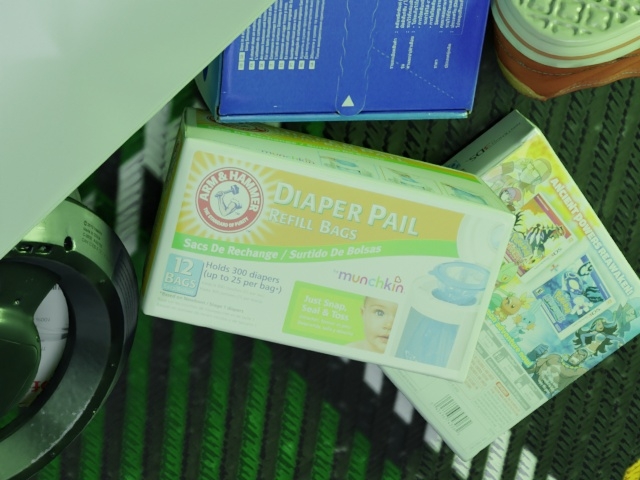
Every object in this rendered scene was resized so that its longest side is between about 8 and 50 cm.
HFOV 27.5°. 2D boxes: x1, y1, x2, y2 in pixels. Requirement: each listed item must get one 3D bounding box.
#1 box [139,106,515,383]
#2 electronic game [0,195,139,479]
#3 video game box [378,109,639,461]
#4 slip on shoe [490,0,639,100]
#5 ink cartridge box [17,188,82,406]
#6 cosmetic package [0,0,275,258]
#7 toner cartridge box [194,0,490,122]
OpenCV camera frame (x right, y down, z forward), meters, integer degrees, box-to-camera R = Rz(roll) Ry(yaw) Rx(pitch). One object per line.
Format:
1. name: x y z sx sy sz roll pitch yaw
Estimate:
1. box: 0.000 0.000 0.805 0.203 0.103 0.114 12 105 -9
2. electronic game: -0.205 0.070 0.750 0.229 0.048 0.229 -25 136 -28
3. video game box: 0.121 0.038 0.934 0.187 0.048 0.205 -36 123 6
4. slip on shoe: 0.251 -0.177 0.835 0.331 0.123 0.101 -23 162 -14
5. ink cartridge box: -0.204 0.033 0.817 0.099 0.056 0.135 1 118 -20
6. cosmetic package: -0.196 -0.085 0.619 0.377 0.284 0.097 -42 122 7
7. toner cartridge box: 0.023 -0.241 0.730 0.165 0.075 0.348 -2 118 -17
